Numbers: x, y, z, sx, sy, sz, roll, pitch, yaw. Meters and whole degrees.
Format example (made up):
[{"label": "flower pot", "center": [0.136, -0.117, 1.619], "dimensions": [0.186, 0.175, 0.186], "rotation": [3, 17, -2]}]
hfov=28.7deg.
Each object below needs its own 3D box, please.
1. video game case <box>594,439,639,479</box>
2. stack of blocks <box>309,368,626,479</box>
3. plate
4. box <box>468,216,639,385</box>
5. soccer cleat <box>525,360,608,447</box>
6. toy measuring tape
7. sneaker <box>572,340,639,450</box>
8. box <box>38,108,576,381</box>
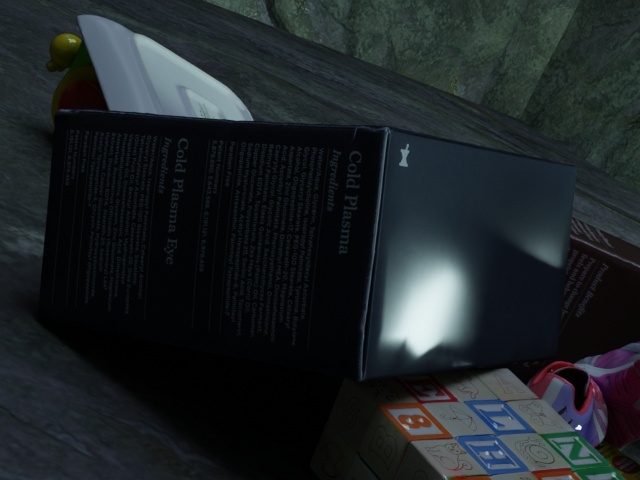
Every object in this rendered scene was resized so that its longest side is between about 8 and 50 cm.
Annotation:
[{"label": "video game case", "center": [0.239, 0.234, 1.124], "dimensions": [0.248, 0.035, 0.275], "rotation": [33, 17, 25]}, {"label": "stack of blocks", "center": [0.146, 0.210, 0.884], "dimensions": [0.171, 0.087, 0.297], "rotation": [4, 27, -37]}, {"label": "plate", "center": [-0.141, -0.130, 1.452], "dimensions": [0.278, 0.045, 0.277], "rotation": [28, 28, -46]}, {"label": "box", "center": [0.186, 0.038, 1.409], "dimensions": [0.381, 0.191, 0.143], "rotation": [25, 14, -4]}, {"label": "soccer cleat", "center": [0.226, 0.147, 1.144], "dimensions": [0.083, 0.095, 0.248], "rotation": [30, 16, 18]}, {"label": "toy measuring tape", "center": [-0.219, -0.104, 1.474], "dimensions": [0.330, 0.121, 0.121], "rotation": [51, 18, 5]}, {"label": "sneaker", "center": [0.335, 0.150, 1.264], "dimensions": [0.111, 0.103, 0.252], "rotation": [-21, -1, -24]}, {"label": "box", "center": [0.000, 0.000, 1.050], "dimensions": [0.312, 0.179, 0.343], "rotation": [6, 2, 34]}]
